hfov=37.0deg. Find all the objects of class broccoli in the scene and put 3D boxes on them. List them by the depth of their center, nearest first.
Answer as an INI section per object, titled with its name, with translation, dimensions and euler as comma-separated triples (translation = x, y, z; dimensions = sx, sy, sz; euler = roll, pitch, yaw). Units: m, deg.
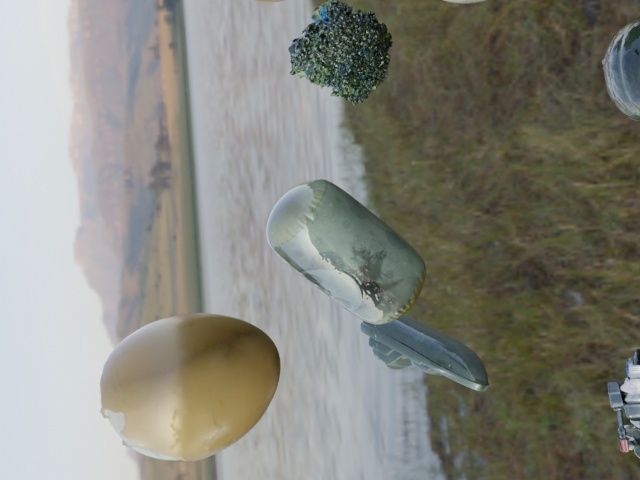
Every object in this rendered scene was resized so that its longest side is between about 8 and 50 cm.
[broccoli]
translation = 0.017, -0.262, 1.351
dimensions = 0.154, 0.160, 0.167
euler = 53, -129, -34

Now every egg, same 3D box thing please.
[egg]
translation = -0.172, 0.195, 1.308
dimensions = 0.201, 0.245, 0.201
euler = -23, -90, -87

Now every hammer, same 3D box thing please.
[hammer]
translation = 0.000, 0.000, 1.211
dimensions = 0.113, 0.202, 0.305
euler = -51, 20, -6

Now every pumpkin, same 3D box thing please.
[pumpkin]
translation = 0.630, -0.281, 1.620
dimensions = 0.300, 0.300, 0.207
euler = -172, 83, -82

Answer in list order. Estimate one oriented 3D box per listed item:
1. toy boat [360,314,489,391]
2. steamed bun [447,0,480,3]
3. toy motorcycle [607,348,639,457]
[toy boat]
translation = 0.159, 0.176, 1.460
dimensions = 0.261, 0.078, 0.085
euler = 23, 97, 50
[steamed bun]
translation = 0.267, -0.570, 1.703
dimensions = 0.324, 0.325, 0.206
euler = 95, -174, -50
[toy motorcycle]
translation = 0.484, 0.245, 1.408
dimensions = 0.221, 0.102, 0.150
euler = 34, -124, -58
